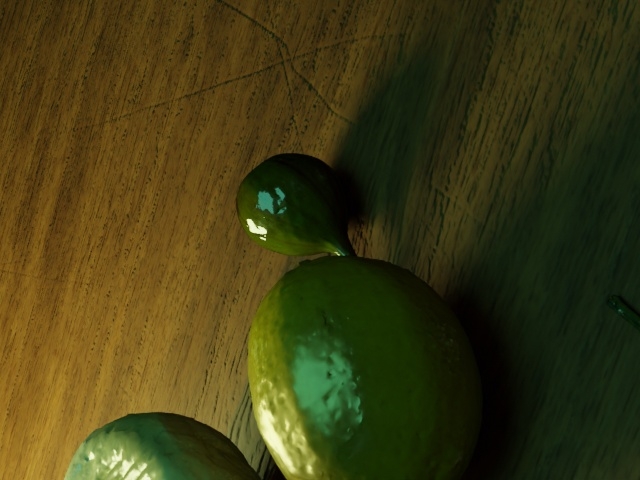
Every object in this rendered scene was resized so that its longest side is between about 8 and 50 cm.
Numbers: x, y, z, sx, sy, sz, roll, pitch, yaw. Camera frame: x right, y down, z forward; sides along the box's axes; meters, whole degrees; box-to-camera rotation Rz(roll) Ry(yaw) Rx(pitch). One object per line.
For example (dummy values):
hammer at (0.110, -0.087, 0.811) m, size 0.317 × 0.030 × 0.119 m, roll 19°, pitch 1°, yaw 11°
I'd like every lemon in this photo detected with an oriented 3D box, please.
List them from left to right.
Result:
lemon at (0.043, 0.142, 1.282) m, size 0.236 × 0.236 × 0.263 m, roll -22°, pitch 98°, yaw 48°

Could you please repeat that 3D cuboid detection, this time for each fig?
fig at (0.000, 0.000, 1.467) m, size 0.236 × 0.124 × 0.124 m, roll 51°, pitch 125°, yaw 25°

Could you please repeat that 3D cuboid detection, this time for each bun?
bun at (-0.160, 0.376, 1.501) m, size 0.349 × 0.227 × 0.352 m, roll -53°, pitch 49°, yaw 32°

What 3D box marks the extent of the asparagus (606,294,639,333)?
asparagus at (0.294, 0.080, 1.141) m, size 0.114 × 0.014 × 0.015 m, roll 42°, pitch 134°, yaw 46°
